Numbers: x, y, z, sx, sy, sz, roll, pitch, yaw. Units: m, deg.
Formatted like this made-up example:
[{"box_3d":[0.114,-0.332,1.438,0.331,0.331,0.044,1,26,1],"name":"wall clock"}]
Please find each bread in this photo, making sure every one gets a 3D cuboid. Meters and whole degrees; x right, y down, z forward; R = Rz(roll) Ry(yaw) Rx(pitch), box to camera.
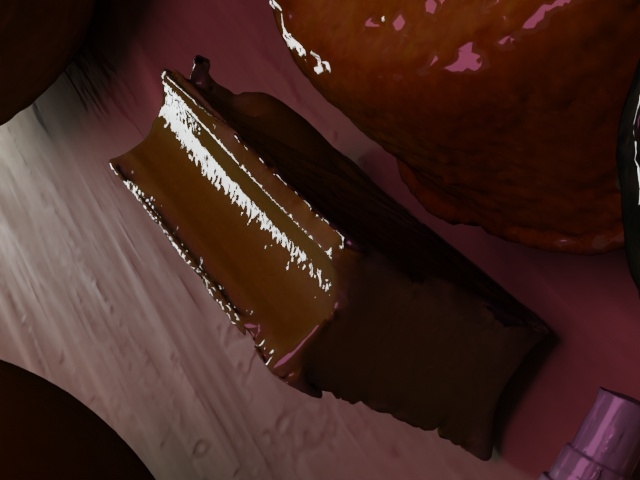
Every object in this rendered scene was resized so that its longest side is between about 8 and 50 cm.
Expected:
[{"box_3d":[0.110,-0.145,0.641,0.312,0.172,0.312,-26,51,38],"name":"bread"}]

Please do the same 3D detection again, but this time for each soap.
[{"box_3d":[-0.001,0.002,0.729,0.076,0.135,0.233,-57,36,12],"name":"soap"}]

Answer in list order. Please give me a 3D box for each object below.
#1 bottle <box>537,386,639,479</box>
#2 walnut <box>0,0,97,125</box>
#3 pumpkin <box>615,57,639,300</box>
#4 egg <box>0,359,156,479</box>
[{"box_3d":[0.077,0.161,0.608,0.060,0.060,0.217,34,98,53],"name":"bottle"},{"box_3d":[-0.309,-0.220,1.116,0.333,0.333,0.332,-28,51,40],"name":"walnut"},{"box_3d":[0.234,-0.038,0.364,0.291,0.257,0.327,26,97,47],"name":"pumpkin"},{"box_3d":[-0.200,0.196,0.741,0.282,0.283,0.351,-57,36,11],"name":"egg"}]
